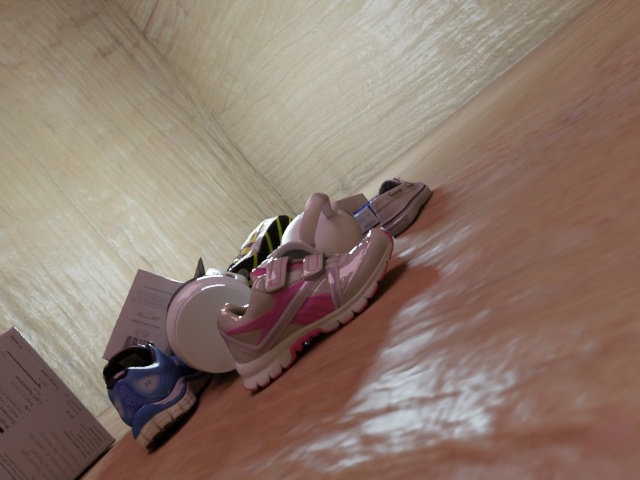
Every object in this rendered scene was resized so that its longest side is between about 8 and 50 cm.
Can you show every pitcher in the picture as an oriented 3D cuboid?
[{"bbox_3d":[0.000,0.000,0.752,0.207,0.125,0.178,-45,-25,-65],"label":"pitcher"}]

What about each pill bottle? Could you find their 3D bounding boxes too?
[{"bbox_3d":[-0.187,0.140,0.891,0.162,0.162,0.278,-41,9,-15],"label":"pill bottle"}]

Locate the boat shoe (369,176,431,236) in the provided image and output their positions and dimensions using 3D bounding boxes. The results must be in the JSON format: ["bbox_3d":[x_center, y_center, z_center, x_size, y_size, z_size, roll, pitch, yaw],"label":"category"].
[{"bbox_3d":[0.140,-0.080,0.899,0.083,0.076,0.226,-38,4,21],"label":"boat shoe"}]

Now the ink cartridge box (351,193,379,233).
[{"bbox_3d":[0.076,-0.032,1.198,0.207,0.046,0.097,-37,5,43],"label":"ink cartridge box"}]

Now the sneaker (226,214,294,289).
[{"bbox_3d":[-0.223,0.081,1.702,0.385,0.145,0.147,-51,24,-20],"label":"sneaker"}]

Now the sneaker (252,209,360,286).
[{"bbox_3d":[-0.032,0.056,1.022,0.297,0.111,0.129,-43,17,26],"label":"sneaker"}]

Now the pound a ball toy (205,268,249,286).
[{"bbox_3d":[-0.231,0.192,1.203,0.319,0.135,0.208,-152,77,-81],"label":"pound a ball toy"}]

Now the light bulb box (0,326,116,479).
[{"bbox_3d":[-0.722,0.451,1.093,0.225,0.358,0.361,-39,2,43],"label":"light bulb box"}]

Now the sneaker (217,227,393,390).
[{"bbox_3d":[-0.025,0.062,0.609,0.252,0.111,0.103,-40,4,2],"label":"sneaker"}]

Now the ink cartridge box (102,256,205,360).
[{"bbox_3d":[-0.377,0.186,1.230,0.309,0.130,0.272,117,169,-68],"label":"ink cartridge box"}]

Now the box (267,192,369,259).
[{"bbox_3d":[0.007,-0.030,1.443,0.232,0.058,0.322,-40,-6,23],"label":"box"}]

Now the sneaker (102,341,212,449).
[{"bbox_3d":[-0.285,0.235,0.895,0.129,0.147,0.330,-41,2,-10],"label":"sneaker"}]
